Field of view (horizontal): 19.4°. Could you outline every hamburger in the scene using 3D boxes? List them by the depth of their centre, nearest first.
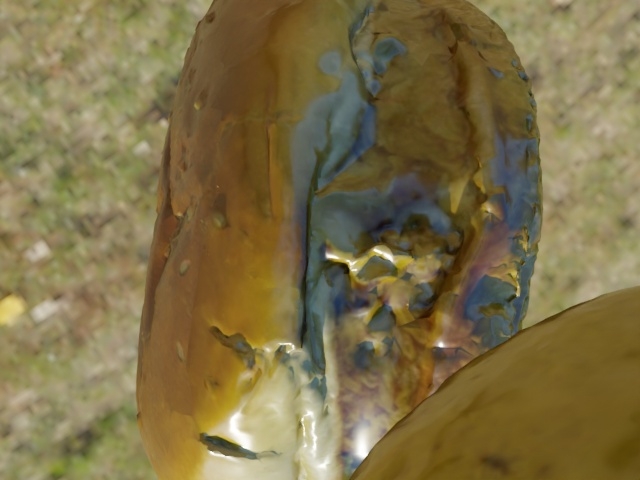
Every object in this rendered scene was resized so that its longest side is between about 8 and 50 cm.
[{"bbox_3d":[0.000,0.000,0.933,0.314,0.170,0.289,-163,-97,-83],"label":"hamburger"}]

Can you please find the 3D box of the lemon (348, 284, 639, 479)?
[{"bbox_3d":[0.065,0.108,0.358,0.207,0.170,0.170,-55,159,-23],"label":"lemon"}]
